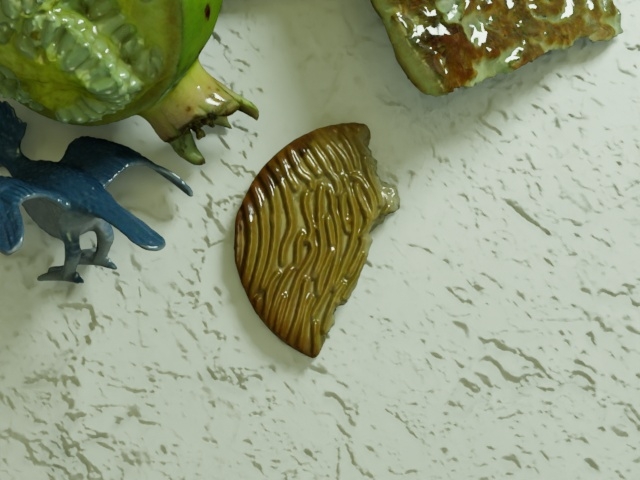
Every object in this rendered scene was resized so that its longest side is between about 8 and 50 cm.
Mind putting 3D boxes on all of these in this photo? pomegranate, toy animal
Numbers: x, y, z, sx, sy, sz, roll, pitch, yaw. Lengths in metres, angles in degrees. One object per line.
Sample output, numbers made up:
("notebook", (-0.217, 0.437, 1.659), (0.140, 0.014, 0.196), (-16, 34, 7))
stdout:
("pomegranate", (-0.196, -0.212, 1.232), (0.260, 0.260, 0.341), (-45, 117, -8))
("toy animal", (-0.251, -0.045, 1.238), (0.255, 0.239, 0.176), (4, 114, 38))

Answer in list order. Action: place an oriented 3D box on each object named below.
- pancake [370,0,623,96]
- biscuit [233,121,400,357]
("pancake", (0.156, -0.350, 1.318), (0.304, 0.067, 0.427), (-5, 80, -29))
("biscuit", (0.000, 0.000, 1.303), (0.176, 0.031, 0.229), (-10, 82, -3))
